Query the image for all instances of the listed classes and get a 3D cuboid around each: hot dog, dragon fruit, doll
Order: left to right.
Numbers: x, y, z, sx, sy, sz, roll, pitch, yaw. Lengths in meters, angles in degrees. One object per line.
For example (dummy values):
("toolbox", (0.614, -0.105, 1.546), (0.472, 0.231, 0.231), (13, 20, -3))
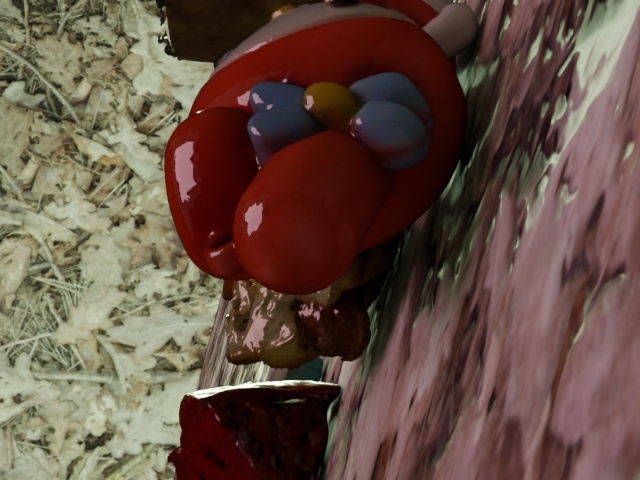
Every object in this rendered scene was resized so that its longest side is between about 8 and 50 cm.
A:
("dragon fruit", (-0.033, 0.173, 1.086), (0.092, 0.122, 0.192), (-29, -30, -35))
("hot dog", (0.000, 0.000, 0.989), (0.146, 0.103, 0.213), (-47, 28, 28))
("doll", (0.002, -0.055, 0.839), (0.130, 0.161, 0.290), (62, -151, -19))

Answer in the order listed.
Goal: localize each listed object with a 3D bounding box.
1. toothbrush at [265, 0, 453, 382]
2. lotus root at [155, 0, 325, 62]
("toothbrush", (0.029, -0.044, 1.090), (0.042, 0.040, 0.418), (-80, 7, -64))
("lotus root", (0.009, -0.235, 1.114), (0.272, 0.192, 0.272), (11, -90, -86))
